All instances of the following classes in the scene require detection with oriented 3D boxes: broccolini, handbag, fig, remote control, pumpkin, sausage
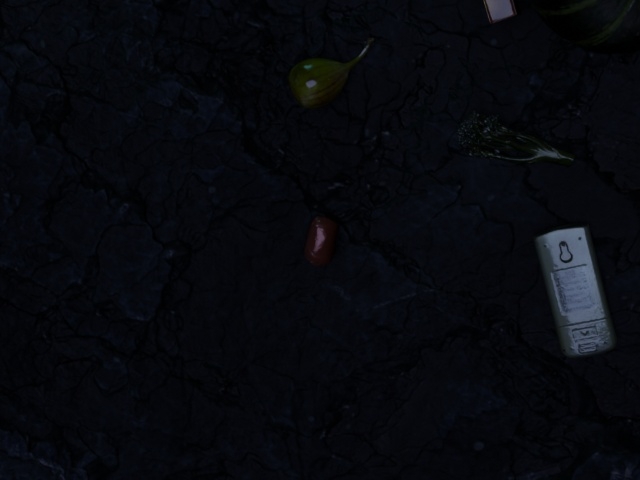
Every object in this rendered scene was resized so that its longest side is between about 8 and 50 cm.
[{"bbox_3d":[0.331,-0.165,1.740,0.202,0.068,0.091,15,121,-4],"label":"broccolini"},{"bbox_3d":[0.270,-0.446,1.638,0.063,0.127,0.190,-16,99,17],"label":"handbag"},{"bbox_3d":[0.022,-0.288,1.769,0.166,0.093,0.093,-23,96,19],"label":"fig"},{"bbox_3d":[0.441,0.087,1.767,0.098,0.038,0.233,-14,98,18],"label":"remote control"},{"bbox_3d":[0.442,-0.438,1.501,0.323,0.241,0.323,-8,121,-14],"label":"pumpkin"},{"bbox_3d":[-0.001,0.000,1.860,0.054,0.059,0.094,9,105,-9],"label":"sausage"}]
